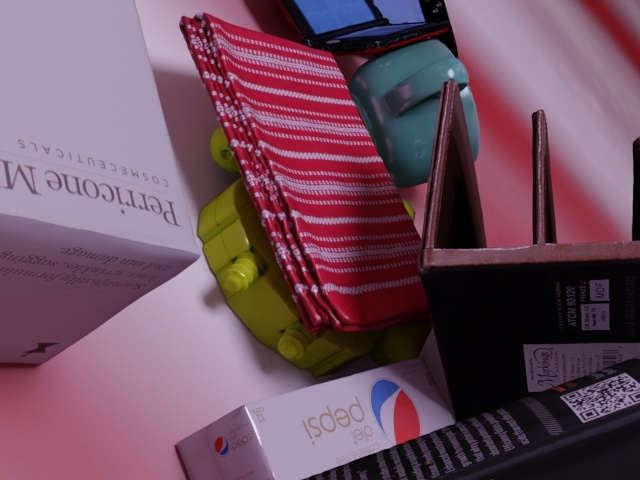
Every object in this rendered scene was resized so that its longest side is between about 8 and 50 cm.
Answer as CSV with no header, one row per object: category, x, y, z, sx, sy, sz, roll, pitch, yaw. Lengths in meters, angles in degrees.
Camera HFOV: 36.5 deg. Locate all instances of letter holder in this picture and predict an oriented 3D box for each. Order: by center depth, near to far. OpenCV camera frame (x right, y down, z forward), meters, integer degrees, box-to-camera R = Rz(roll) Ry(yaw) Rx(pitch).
letter holder,0.182,0.036,0.765,0.302,0.152,0.214,71,22,-45

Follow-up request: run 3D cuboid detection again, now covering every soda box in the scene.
soda box,0.008,0.138,0.667,0.216,0.069,0.074,-4,65,-54

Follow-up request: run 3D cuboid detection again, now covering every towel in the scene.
towel,0.007,-0.052,0.767,0.199,0.031,0.275,2,59,-55

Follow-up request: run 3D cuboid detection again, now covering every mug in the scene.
mug,0.079,-0.125,0.919,0.157,0.097,0.129,81,-15,-47

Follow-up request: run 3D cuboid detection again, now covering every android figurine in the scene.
android figurine,0.000,0.000,0.792,0.248,0.056,0.273,52,31,-6

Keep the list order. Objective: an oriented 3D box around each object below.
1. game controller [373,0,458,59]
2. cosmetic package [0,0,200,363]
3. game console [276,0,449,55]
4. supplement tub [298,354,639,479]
game controller,0.054,-0.286,1.100,0.319,0.067,0.166,5,58,-50
cosmetic package,-0.226,-0.137,0.520,0.217,0.156,0.385,10,53,-51
game console,0.038,-0.231,0.945,0.144,0.124,0.085,-28,116,-48
supplement tub,0.056,0.172,0.372,0.193,0.316,0.193,-19,90,-90
